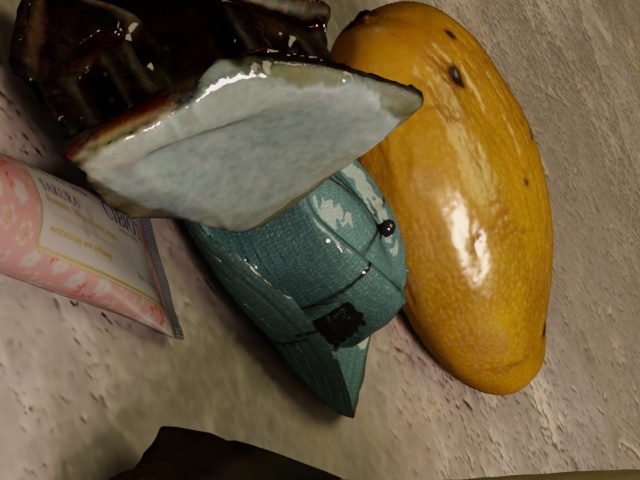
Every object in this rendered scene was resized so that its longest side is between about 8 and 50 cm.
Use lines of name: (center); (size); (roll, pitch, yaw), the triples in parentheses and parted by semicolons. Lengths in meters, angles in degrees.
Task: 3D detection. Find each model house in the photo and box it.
model house: (-0.067, -0.087, 0.794); (0.165, 0.106, 0.152); (13, 33, -49)

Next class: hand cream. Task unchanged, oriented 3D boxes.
hand cream: (-0.113, -0.003, 0.713); (0.210, 0.043, 0.067); (25, 42, -64)

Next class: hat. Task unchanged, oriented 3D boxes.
hat: (0.000, 0.000, 0.893); (0.191, 0.078, 0.138); (53, 25, -27)

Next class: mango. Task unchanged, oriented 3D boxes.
mango: (0.085, -0.025, 1.055); (0.262, 0.109, 0.157); (64, 20, -11)

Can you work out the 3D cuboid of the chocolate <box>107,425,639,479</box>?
chocolate: (0.105, 0.222, 0.660); (0.314, 0.297, 0.326); (50, 27, -42)
